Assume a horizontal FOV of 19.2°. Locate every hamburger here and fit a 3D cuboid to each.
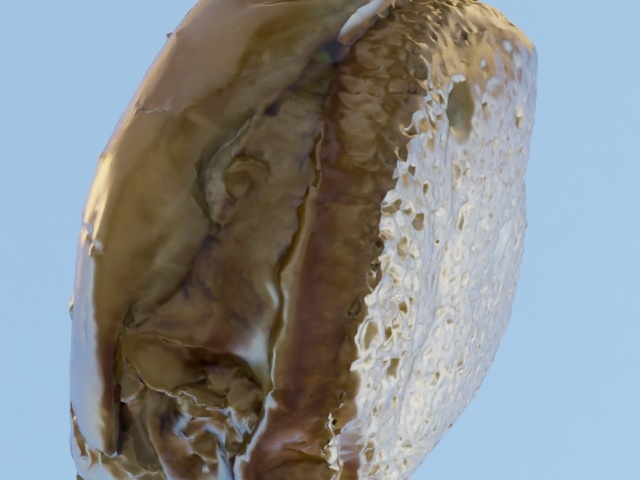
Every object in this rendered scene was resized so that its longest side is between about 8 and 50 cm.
[{"bbox_3d":[0.000,0.000,0.893,0.170,0.314,0.290,24,-56,16],"label":"hamburger"}]
